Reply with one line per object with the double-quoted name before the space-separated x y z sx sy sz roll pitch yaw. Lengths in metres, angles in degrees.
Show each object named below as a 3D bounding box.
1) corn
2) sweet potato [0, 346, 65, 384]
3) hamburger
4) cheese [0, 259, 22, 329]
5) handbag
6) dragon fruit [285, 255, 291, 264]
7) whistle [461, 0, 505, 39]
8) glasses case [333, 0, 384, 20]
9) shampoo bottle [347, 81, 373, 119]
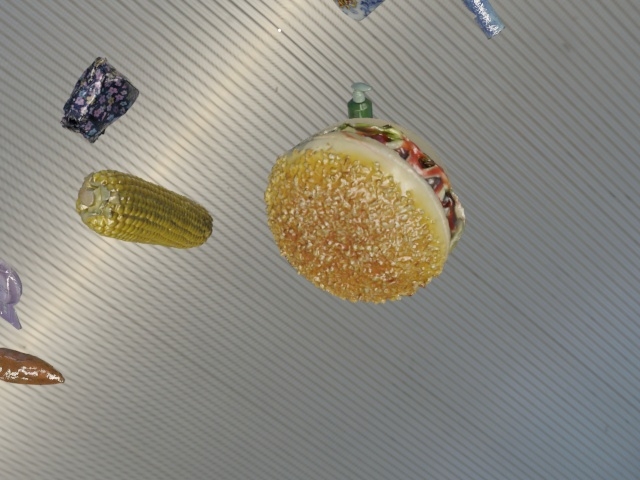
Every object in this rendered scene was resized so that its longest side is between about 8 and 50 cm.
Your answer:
"corn" -0.375 -0.057 1.422 0.144 0.387 0.143 -3 82 20
"sweet potato" -0.298 0.126 0.646 0.095 0.034 0.034 19 106 -6
"hamburger" 0.056 -0.038 0.960 0.302 0.170 0.301 13 127 18
"cheese" -0.756 0.125 1.572 0.105 0.042 0.190 30 126 19
"handbag" -0.581 -0.356 1.709 0.127 0.229 0.207 41 88 -3
"dragon fruit" 0.000 0.000 1.869 0.274 0.193 0.192 1 142 27
"whistle" 0.394 -0.686 1.773 0.062 0.062 0.304 -37 102 8
"glasses case" 0.100 -0.430 0.996 0.087 0.248 0.065 43 58 -10
"shampoo bottle" 0.100 -0.285 1.572 0.065 0.065 0.204 -9 132 -1
